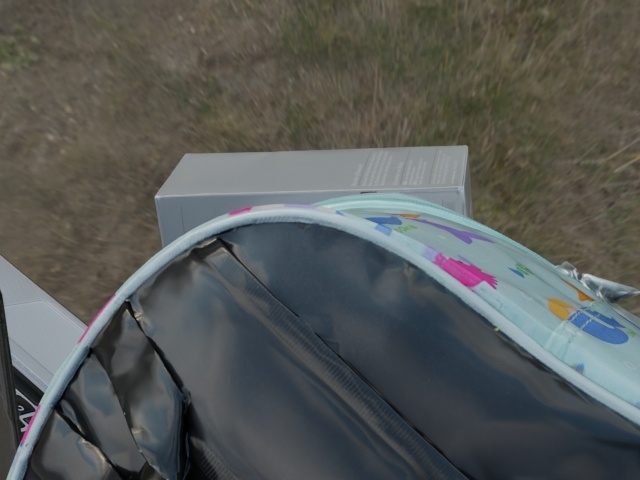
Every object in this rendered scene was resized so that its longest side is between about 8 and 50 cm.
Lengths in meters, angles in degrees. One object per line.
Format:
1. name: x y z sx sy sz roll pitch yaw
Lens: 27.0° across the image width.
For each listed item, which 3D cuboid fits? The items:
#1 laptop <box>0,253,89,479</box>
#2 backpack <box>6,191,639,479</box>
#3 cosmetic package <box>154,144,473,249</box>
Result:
1. laptop: -0.241 0.000 0.879 0.382 0.408 0.236 36 110 22
2. backpack: 0.031 0.106 0.443 0.253 0.191 0.225 34 105 8
3. cosmetic package: 0.000 0.000 1.041 0.238 0.107 0.127 -4 113 9
